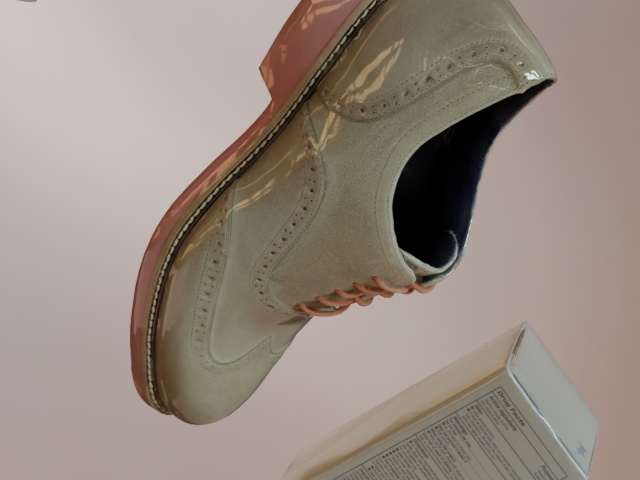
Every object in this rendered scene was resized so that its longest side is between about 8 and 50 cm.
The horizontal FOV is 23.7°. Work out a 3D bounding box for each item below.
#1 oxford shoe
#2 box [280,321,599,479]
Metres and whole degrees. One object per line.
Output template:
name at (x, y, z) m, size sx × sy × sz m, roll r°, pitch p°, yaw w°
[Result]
oxford shoe at (0.000, 0.000, 0.948) m, size 0.140 × 0.146 × 0.397 m, roll -19°, pitch 148°, yaw -46°
box at (0.118, 0.230, 1.573) m, size 0.311 × 0.148 × 0.121 m, roll -31°, pitch -171°, yaw 25°
